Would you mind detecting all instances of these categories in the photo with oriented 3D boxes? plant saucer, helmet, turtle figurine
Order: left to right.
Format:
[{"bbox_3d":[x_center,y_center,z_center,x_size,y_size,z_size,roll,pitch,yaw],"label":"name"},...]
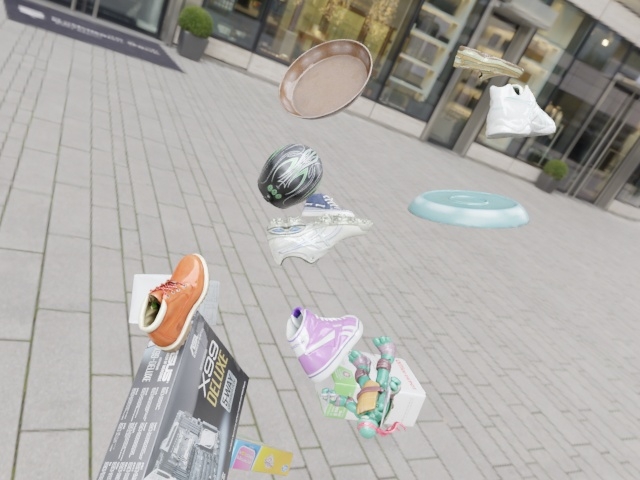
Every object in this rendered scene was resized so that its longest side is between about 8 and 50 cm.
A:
[{"bbox_3d":[-0.075,-0.178,1.285,0.169,0.161,0.169,32,36,-27],"label":"helmet"},{"bbox_3d":[0.010,-0.265,0.801,0.168,0.168,0.029,42,-4,35],"label":"plant saucer"},{"bbox_3d":[0.091,0.300,0.939,0.118,0.175,0.234,63,23,-22],"label":"turtle figurine"},{"bbox_3d":[0.397,-0.093,1.288,0.318,0.043,0.317,2,17,-1],"label":"plant saucer"}]

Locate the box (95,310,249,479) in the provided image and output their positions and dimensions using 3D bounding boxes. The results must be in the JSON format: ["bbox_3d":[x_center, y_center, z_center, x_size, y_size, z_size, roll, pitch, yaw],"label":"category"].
[{"bbox_3d":[-0.219,0.304,0.769,0.077,0.242,0.307,-6,45,14],"label":"box"}]

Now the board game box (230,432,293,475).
[{"bbox_3d":[-0.248,0.555,1.287,0.242,0.064,0.316,7,-24,27],"label":"board game box"}]

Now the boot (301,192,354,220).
[{"bbox_3d":[0.026,-0.110,1.539,0.190,0.086,0.069,4,-15,29],"label":"boot"}]

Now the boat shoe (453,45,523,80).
[{"bbox_3d":[0.469,-0.485,1.346,0.190,0.072,0.068,21,24,6],"label":"boat shoe"}]

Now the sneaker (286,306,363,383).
[{"bbox_3d":[0.010,0.211,1.181,0.161,0.102,0.282,54,23,1],"label":"sneaker"}]

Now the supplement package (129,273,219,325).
[{"bbox_3d":[-0.449,0.189,1.491,0.194,0.149,0.203,1,-9,11],"label":"supplement package"}]

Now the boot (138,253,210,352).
[{"bbox_3d":[-0.217,0.078,0.711,0.059,0.084,0.157,1,59,19],"label":"boot"}]

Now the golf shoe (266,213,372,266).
[{"bbox_3d":[0.000,0.000,0.795,0.176,0.085,0.069,-4,9,4],"label":"golf shoe"}]

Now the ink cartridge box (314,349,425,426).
[{"bbox_3d":[0.132,0.416,1.373,0.273,0.114,0.198,13,15,-15],"label":"ink cartridge box"}]

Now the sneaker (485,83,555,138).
[{"bbox_3d":[0.238,-0.151,0.560,0.054,0.061,0.152,0,8,39],"label":"sneaker"}]
